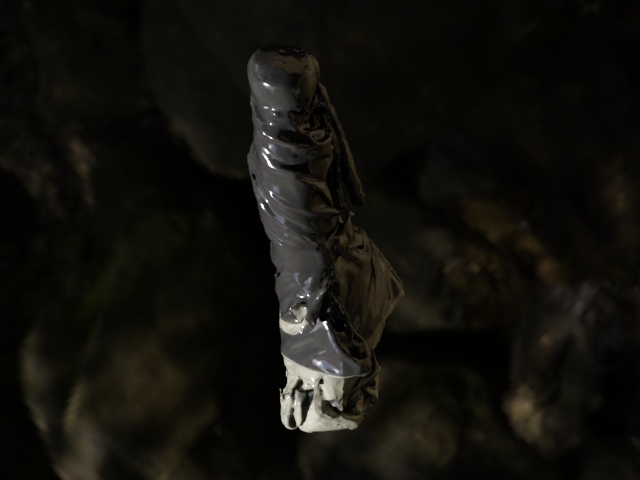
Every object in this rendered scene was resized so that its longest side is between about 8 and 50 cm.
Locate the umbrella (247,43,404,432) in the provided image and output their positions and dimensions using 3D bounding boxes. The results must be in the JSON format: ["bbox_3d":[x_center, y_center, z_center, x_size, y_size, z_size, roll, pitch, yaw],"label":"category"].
[{"bbox_3d":[0.002,0.004,1.408,0.106,0.113,0.357,2,128,13],"label":"umbrella"}]
